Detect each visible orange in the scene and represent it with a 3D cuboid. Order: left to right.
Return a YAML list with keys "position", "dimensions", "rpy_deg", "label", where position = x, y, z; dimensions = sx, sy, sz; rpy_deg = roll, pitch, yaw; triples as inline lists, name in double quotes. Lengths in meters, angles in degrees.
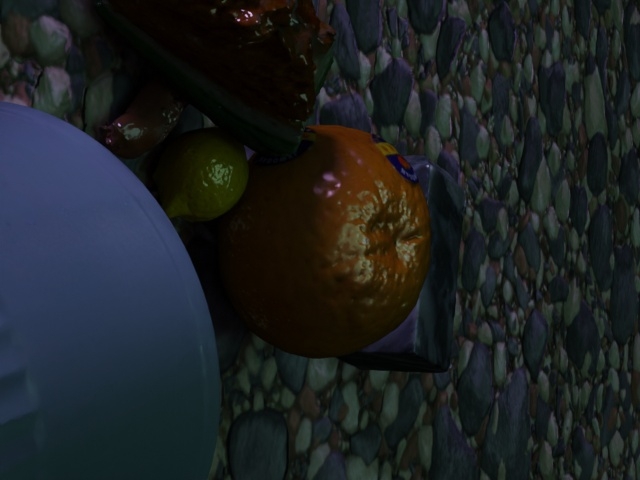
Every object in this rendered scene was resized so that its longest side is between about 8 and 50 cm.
- position: [0.001, 0.000, 1.332]
  dimensions: [0.177, 0.155, 0.178]
  rpy_deg: [26, 60, -57]
  label: "orange"

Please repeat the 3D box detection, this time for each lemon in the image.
- position: [-0.085, -0.046, 1.259]
  dimensions: [0.092, 0.065, 0.065]
  rpy_deg: [-50, 134, -39]
  label: "lemon"

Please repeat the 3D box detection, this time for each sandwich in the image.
- position: [-0.050, -0.155, 1.189]
  dimensions: [0.184, 0.160, 0.109]
  rpy_deg: [38, 64, -16]
  label: "sandwich"

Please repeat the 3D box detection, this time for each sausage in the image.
- position: [-0.109, -0.105, 1.246]
  dimensions: [0.042, 0.036, 0.158]
  rpy_deg: [41, 43, -7]
  label: "sausage"

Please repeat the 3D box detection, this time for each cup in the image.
- position: [-0.232, 0.051, 0.751]
  dimensions: [0.311, 0.256, 0.331]
  rpy_deg: [-21, 110, -61]
  label: "cup"

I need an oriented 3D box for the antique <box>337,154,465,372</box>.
- position: [0.067, 0.018, 1.537]
  dimensions: [0.086, 0.088, 0.183]
  rpy_deg: [31, 62, -60]
  label: "antique"
